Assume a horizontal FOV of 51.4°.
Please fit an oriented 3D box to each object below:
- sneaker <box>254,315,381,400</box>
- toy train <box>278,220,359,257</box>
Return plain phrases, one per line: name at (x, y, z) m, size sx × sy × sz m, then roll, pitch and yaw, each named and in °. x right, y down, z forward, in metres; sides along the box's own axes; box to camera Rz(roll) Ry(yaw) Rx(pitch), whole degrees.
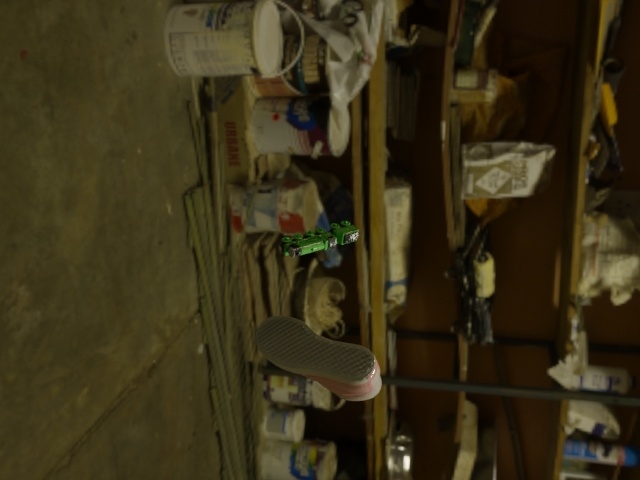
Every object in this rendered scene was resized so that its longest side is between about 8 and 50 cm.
sneaker at (0.000, 0.120, 0.652) m, size 0.051 × 0.134 × 0.070 m, roll -62°, pitch 148°, yaw -24°
toy train at (0.000, 0.000, 0.610) m, size 0.083 × 0.024 × 0.017 m, roll -17°, pitch 128°, yaw -33°
